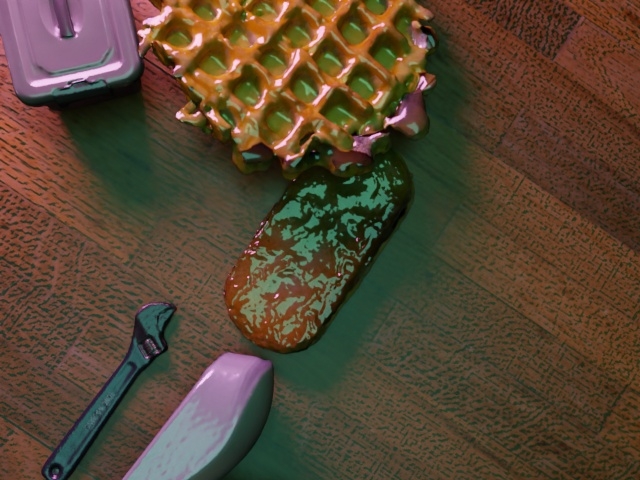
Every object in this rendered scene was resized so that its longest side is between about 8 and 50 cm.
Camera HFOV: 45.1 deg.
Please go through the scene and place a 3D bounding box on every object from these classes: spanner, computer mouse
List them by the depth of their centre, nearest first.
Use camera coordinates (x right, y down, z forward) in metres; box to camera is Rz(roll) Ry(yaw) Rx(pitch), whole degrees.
[{"bbox_3d":[-0.122,0.200,0.709,0.079,0.128,0.231,40,84,6],"label":"computer mouse"},{"bbox_3d":[-0.208,0.149,0.764,0.046,0.012,0.208,35,84,0],"label":"spanner"}]

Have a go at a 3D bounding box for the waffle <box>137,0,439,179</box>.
[{"bbox_3d":[-0.027,-0.200,0.767,0.329,0.062,0.329,3,78,-14],"label":"waffle"}]

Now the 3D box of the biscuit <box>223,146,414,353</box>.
[{"bbox_3d":[0.000,0.000,0.787,0.118,0.029,0.247,35,83,6],"label":"biscuit"}]

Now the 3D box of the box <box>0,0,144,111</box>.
[{"bbox_3d":[-0.241,-0.210,0.755,0.124,0.093,0.172,-13,85,-5],"label":"box"}]
